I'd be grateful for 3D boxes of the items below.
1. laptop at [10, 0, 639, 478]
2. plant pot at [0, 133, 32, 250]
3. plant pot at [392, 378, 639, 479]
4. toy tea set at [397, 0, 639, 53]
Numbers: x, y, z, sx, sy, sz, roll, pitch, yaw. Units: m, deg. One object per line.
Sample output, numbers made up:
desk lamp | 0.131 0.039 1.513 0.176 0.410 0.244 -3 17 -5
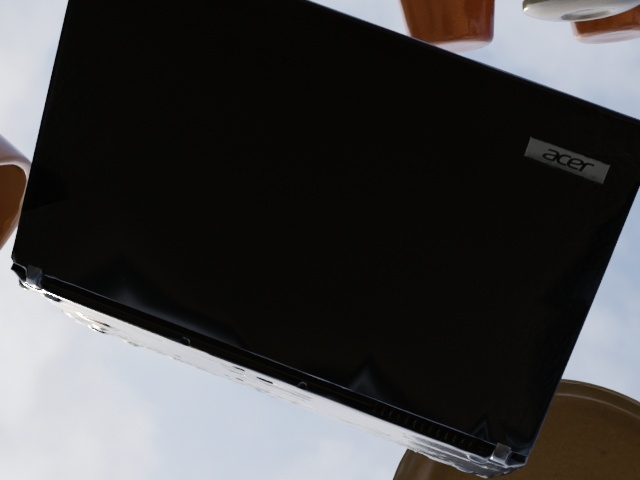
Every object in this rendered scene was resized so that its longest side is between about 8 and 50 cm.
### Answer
laptop | 0.000 0.000 0.830 0.234 0.264 0.136 21 -97 5
plant pot | -0.394 -0.030 1.470 0.203 0.291 0.291 46 -73 9
plant pot | 0.159 0.196 1.234 0.236 0.032 0.236 5 -73 17
toy tea set | 0.213 -0.211 1.312 0.200 0.336 0.124 156 -72 -77
